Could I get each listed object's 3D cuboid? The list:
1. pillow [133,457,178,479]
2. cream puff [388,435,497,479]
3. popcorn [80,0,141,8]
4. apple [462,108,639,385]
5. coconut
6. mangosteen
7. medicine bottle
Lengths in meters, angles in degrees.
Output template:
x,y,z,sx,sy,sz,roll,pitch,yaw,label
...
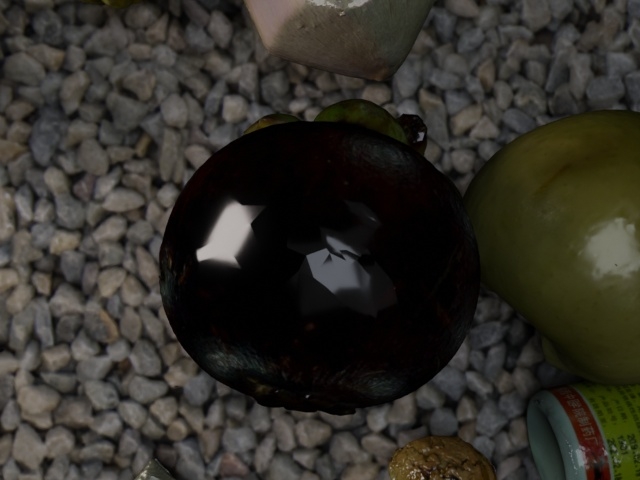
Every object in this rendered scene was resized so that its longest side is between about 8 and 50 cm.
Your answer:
x,y,z,sx,sy,sz,roll,pitch,yaw,label
-0.151,0.370,0.846,0.230,0.050,0.148,39,92,-8,pillow
0.140,0.283,0.846,0.119,0.104,0.133,-39,93,3,cream puff
-0.195,-0.349,0.741,0.217,0.181,0.234,11,71,33,popcorn
0.307,0.003,0.785,0.258,0.233,0.295,-42,95,0,apple
0.020,-0.277,0.765,0.224,0.224,0.233,-24,81,-4,coconut
-0.001,0.013,0.730,0.330,0.330,0.329,0,91,-5,mangosteen
0.361,0.218,0.842,0.226,0.139,0.139,-10,92,-5,medicine bottle
